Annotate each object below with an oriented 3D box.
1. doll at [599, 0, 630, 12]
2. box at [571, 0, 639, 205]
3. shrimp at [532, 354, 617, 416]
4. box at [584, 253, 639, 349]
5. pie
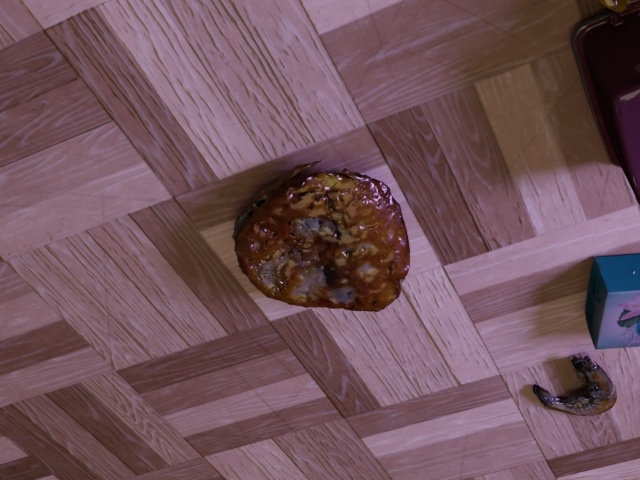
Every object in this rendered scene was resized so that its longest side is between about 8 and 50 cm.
[{"bbox_3d":[0.415,-0.400,1.031,0.177,0.141,0.314,18,134,-21],"label":"doll"},{"bbox_3d":[0.476,-0.177,1.229,0.193,0.168,0.294,-21,131,16],"label":"box"},{"bbox_3d":[0.491,0.288,1.761,0.150,0.051,0.217,-13,137,22],"label":"shrimp"},{"bbox_3d":[0.588,0.099,1.547,0.244,0.092,0.153,-4,134,4],"label":"box"},{"bbox_3d":[0.000,0.001,1.450,0.308,0.085,0.308,1,130,1],"label":"pie"}]
